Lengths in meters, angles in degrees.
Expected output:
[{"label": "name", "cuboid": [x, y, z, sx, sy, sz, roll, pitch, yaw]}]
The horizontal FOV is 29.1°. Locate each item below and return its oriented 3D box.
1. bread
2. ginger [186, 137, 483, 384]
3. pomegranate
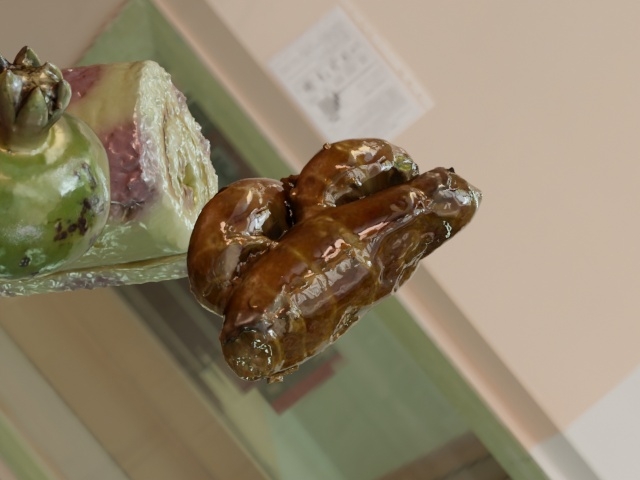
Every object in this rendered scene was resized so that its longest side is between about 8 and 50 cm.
[{"label": "bread", "cuboid": [-0.266, -0.043, 0.994, 0.338, 0.155, 0.187, -7, 157, 9]}, {"label": "ginger", "cuboid": [0.000, 0.000, 0.657, 0.162, 0.103, 0.073, -33, 150, -15]}, {"label": "pomegranate", "cuboid": [-0.173, -0.044, 0.694, 0.114, 0.114, 0.142, -41, 160, -43]}]
